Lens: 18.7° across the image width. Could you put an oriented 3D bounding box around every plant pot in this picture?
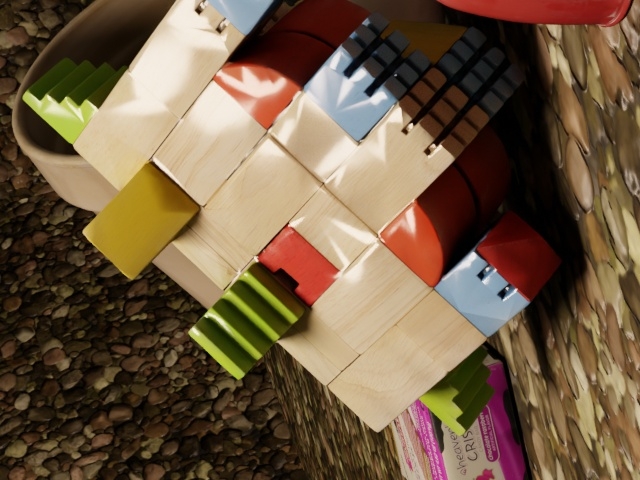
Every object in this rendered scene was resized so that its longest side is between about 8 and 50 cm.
[{"bbox_3d":[-0.061,-0.071,1.692,0.280,0.323,0.323,61,-179,-32],"label":"plant pot"}]

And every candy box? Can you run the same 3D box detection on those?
[{"bbox_3d":[0.107,0.153,1.631,0.233,0.071,0.159,-131,27,-75],"label":"candy box"}]

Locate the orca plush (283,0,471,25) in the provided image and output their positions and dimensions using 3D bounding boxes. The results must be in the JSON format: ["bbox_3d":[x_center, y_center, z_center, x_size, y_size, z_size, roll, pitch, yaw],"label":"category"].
[{"bbox_3d":[0.069,-0.160,1.369,0.151,0.102,0.287,-11,109,39],"label":"orca plush"}]

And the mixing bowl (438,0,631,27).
[{"bbox_3d":[0.085,-0.186,0.999,0.181,0.098,0.181,164,90,-82],"label":"mixing bowl"}]

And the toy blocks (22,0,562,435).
[{"bbox_3d":[0.018,-0.054,1.262,0.381,0.191,0.261,43,137,-1],"label":"toy blocks"}]
